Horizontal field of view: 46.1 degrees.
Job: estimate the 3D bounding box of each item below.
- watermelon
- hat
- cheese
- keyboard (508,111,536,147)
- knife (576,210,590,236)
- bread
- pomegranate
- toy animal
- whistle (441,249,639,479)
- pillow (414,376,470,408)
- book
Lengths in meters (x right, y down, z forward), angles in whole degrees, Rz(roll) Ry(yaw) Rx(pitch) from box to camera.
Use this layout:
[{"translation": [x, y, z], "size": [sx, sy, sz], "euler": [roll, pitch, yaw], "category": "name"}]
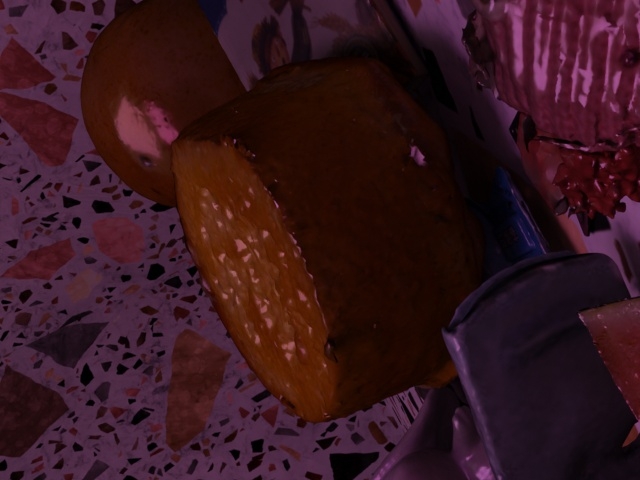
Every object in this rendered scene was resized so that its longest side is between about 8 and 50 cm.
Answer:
[{"translation": [0.248, 0.093, 0.469], "size": [0.069, 0.087, 0.163], "euler": [4, -127, -53], "category": "watermelon"}, {"translation": [0.123, -0.130, 0.378], "size": [0.237, 0.107, 0.286], "euler": [-108, 1, -55], "category": "hat"}, {"translation": [0.175, 0.010, 0.759], "size": [0.135, 0.052, 0.245], "euler": [63, 173, 9], "category": "cheese"}, {"translation": [0.164, -0.082, 0.561], "size": [0.155, 0.010, 0.053], "euler": [40, -155, -81], "category": "keyboard"}, {"translation": [0.169, -0.098, 0.532], "size": [0.035, 0.018, 0.247], "euler": [57, 172, 53], "category": "knife"}, {"translation": [0.000, 0.000, 0.796], "size": [0.398, 0.215, 0.398], "euler": [45, 149, 37], "category": "bread"}, {"translation": [-0.184, -0.254, 1.233], "size": [0.416, 0.416, 0.416], "euler": [62, 174, 12], "category": "pomegranate"}, {"translation": [0.192, 0.307, 0.976], "size": [0.174, 0.289, 0.249], "euler": [75, -173, -70], "category": "toy animal"}, {"translation": [0.235, 0.208, 0.548], "size": [0.405, 0.168, 0.188], "euler": [61, 173, 19], "category": "whistle"}, {"translation": [0.163, 0.171, 1.163], "size": [0.326, 0.101, 0.228], "euler": [58, -179, -39], "category": "pillow"}, {"translation": [-0.054, -0.300, 0.910], "size": [0.428, 0.039, 0.300], "euler": [61, 150, 8], "category": "book"}]
